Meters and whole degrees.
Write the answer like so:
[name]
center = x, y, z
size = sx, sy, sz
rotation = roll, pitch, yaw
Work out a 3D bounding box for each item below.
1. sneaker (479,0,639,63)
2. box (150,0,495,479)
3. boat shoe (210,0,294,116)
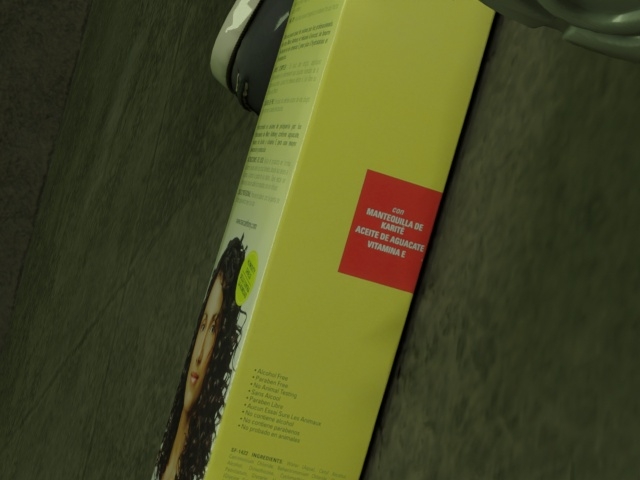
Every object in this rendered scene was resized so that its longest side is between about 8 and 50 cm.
[sneaker]
center = 0.098, -0.118, 0.234
size = 0.235, 0.090, 0.095
rotation = -30, 36, 65
[box]
center = 0.000, 0.000, 0.475
size = 0.087, 0.058, 0.232
rotation = -168, 95, -74
[boat shoe]
center = 0.026, -0.128, 0.551
size = 0.065, 0.075, 0.206
rotation = 47, 125, 20
